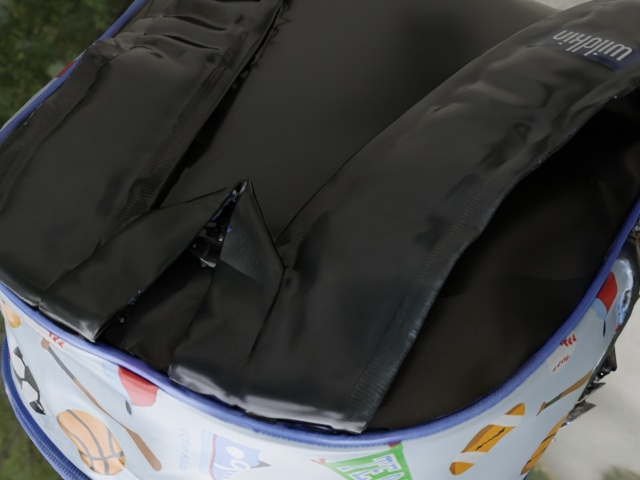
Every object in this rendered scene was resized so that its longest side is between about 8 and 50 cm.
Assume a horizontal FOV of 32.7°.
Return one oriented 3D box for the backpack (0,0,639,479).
[{"bbox_3d":[0.000,0.000,0.435,0.276,0.263,0.213,21,131,22],"label":"backpack"}]
